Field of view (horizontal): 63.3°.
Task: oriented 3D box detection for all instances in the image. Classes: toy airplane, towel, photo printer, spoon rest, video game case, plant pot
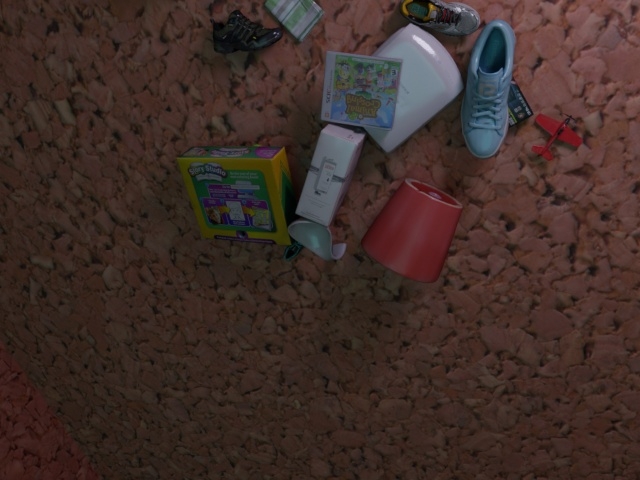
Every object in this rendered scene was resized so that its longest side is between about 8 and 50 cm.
[{"bbox_3d":[0.664,-0.294,1.482,0.151,0.028,0.151,7,117,14],"label":"toy airplane"},{"bbox_3d":[-0.078,-0.669,1.501,0.152,0.023,0.113,43,119,-8],"label":"towel"},{"bbox_3d":[0.233,-0.436,1.484,0.307,0.107,0.256,-38,101,28],"label":"photo printer"},{"bbox_3d":[0.000,0.000,1.698,0.137,0.084,0.276,-11,153,29],"label":"spoon rest"},{"bbox_3d":[0.110,-0.418,1.454,0.213,0.023,0.193,12,118,13],"label":"video game case"},{"bbox_3d":[0.295,-0.041,1.595,0.275,0.275,0.243,26,109,2],"label":"plant pot"}]

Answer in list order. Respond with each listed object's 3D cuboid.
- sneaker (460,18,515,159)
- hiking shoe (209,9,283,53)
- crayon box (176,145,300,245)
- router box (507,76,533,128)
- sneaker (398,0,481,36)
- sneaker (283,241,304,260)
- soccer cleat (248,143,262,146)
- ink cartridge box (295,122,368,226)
[{"bbox_3d":[0.437,-0.397,1.382,0.135,0.150,0.365,5,103,24],"label":"sneaker"},{"bbox_3d":[-0.224,-0.620,1.530,0.227,0.086,0.114,-1,119,17],"label":"hiking shoe"},{"bbox_3d":[-0.264,-0.151,1.723,0.363,0.106,0.313,5,124,24],"label":"crayon box"},{"bbox_3d":[0.530,-0.385,1.466,0.092,0.038,0.122,-29,106,27],"label":"router box"},{"bbox_3d":[0.315,-0.597,1.387,0.225,0.092,0.088,15,119,7],"label":"sneaker"},{"bbox_3d":[-0.076,0.014,1.819,0.065,0.076,0.166,36,120,-5],"label":"sneaker"},{"bbox_3d":[-0.197,-0.239,1.741,0.072,0.060,0.178,7,126,40],"label":"soccer cleat"},{"bbox_3d":[0.039,-0.217,1.593,0.117,0.207,0.283,23,119,6],"label":"ink cartridge box"}]
